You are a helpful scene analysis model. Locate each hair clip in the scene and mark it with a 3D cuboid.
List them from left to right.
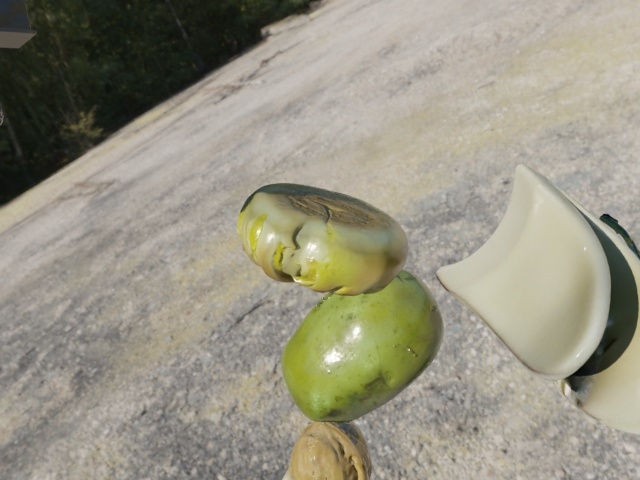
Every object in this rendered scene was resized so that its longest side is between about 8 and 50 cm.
[{"bbox_3d":[0.245,0.064,0.613,0.172,0.113,0.282,-57,22,21],"label":"hair clip"}]

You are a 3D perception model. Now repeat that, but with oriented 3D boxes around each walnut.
[{"bbox_3d":[0.024,0.517,1.374,0.198,0.245,0.198,-8,13,2],"label":"walnut"}]

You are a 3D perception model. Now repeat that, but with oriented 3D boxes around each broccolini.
[{"bbox_3d":[0.761,0.062,1.538,0.062,0.271,0.123,5,-31,-42],"label":"broccolini"}]

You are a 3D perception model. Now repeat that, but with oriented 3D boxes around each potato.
[{"bbox_3d":[0.068,0.175,1.019,0.304,0.216,0.216,-52,16,17],"label":"potato"}]

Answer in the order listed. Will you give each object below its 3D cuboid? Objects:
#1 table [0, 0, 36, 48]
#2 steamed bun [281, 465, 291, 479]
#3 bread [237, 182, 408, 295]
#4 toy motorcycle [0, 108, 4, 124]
[{"bbox_3d":[-0.456,-0.319,0.841,0.070,0.082,0.083,-6,5,44],"label":"table"},{"bbox_3d":[0.006,0.692,1.672,0.170,0.238,0.153,-37,-25,-59],"label":"steamed bun"},{"bbox_3d":[0.000,0.000,0.757,0.213,0.105,0.213,12,24,-6],"label":"bread"},{"bbox_3d":[-0.366,-0.151,0.502,0.089,0.171,0.298,-45,15,-3],"label":"toy motorcycle"}]
